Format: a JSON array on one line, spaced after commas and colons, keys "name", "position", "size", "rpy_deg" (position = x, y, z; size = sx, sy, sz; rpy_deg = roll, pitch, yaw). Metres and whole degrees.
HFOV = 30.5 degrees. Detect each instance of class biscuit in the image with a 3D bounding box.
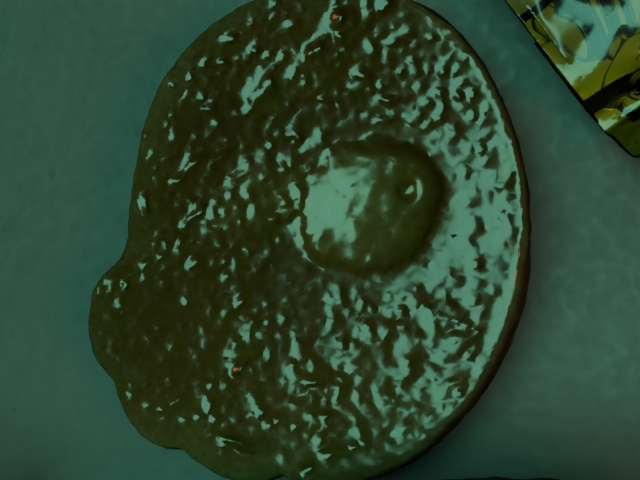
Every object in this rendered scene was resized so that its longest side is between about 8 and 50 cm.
[{"name": "biscuit", "position": [0.000, 0.000, 0.489], "size": [0.181, 0.049, 0.208], "rpy_deg": [15, 92, 20]}]

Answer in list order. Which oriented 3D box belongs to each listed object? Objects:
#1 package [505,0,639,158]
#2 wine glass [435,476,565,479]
[{"name": "package", "position": [0.113, -0.097, 0.460], "size": [0.071, 0.047, 0.131], "rpy_deg": [-39, 76, 10]}, {"name": "wine glass", "position": [-0.017, 0.170, 0.414], "size": [0.357, 0.190, 0.190], "rpy_deg": [0, 85, 24]}]
